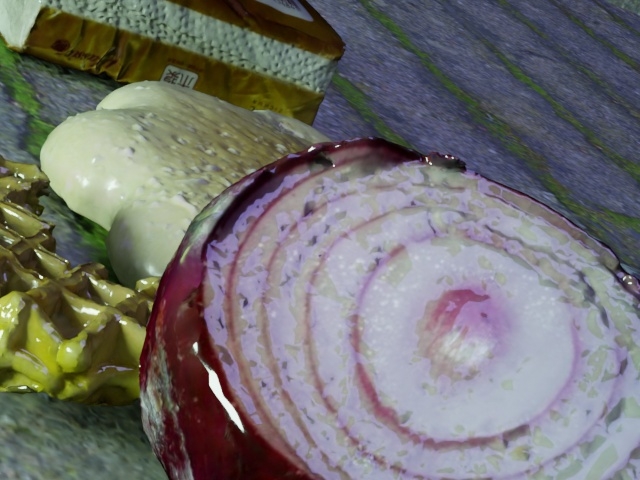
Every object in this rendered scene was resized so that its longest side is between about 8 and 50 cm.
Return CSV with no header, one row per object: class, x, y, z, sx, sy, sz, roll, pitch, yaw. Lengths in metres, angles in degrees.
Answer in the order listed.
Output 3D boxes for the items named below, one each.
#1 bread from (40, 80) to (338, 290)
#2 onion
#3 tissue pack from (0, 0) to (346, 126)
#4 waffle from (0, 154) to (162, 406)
bread,0.000,0.000,0.961,0.316,0.054,0.316,26,18,-9
onion,0.010,0.081,0.622,0.195,0.140,0.218,36,57,4
tissue pack,-0.117,-0.163,1.195,0.226,0.092,0.183,13,22,-36
waffle,-0.122,0.012,0.745,0.149,0.051,0.194,11,18,-42
